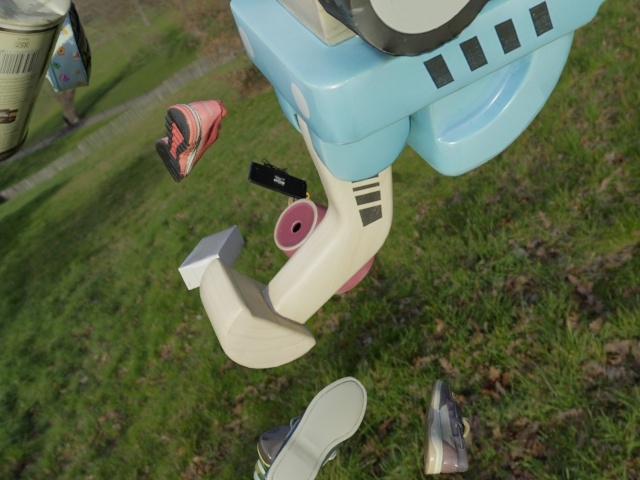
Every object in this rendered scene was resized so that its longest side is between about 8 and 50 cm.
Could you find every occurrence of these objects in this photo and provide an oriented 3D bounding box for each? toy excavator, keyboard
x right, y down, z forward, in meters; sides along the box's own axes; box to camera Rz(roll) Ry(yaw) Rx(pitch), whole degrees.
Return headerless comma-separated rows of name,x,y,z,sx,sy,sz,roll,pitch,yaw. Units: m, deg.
toy excavator,0.047,-0.103,0.491,0.432,0.445,0.222,-29,47,-8
keyboard,-0.132,-0.183,1.735,0.038,0.192,0.100,-41,36,52

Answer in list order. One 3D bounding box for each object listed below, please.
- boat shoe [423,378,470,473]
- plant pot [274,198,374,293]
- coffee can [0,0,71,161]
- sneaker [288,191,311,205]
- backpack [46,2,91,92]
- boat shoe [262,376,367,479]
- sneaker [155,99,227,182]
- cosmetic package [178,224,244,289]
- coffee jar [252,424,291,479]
boat shoe,0.275,0.402,1.223,0.092,0.103,0.285,11,17,10
plant pot,0.000,0.000,1.308,0.201,0.180,0.201,-24,50,32
coffee can,-0.499,-0.273,0.812,0.275,0.201,0.202,-46,20,37
sneaker,-0.027,-0.088,2.077,0.083,0.215,0.084,-30,31,21
backpack,-0.583,-0.426,1.250,0.144,0.166,0.188,-20,61,-21
boat shoe,-0.009,0.336,0.953,0.254,0.095,0.079,-50,0,-39
sneaker,-0.300,-0.237,1.359,0.136,0.116,0.314,-30,-1,-28
cosmetic package,-0.251,0.035,1.344,0.098,0.060,0.239,-22,15,9
coffee jar,-0.103,0.507,1.322,0.096,0.184,0.079,-16,51,-27
